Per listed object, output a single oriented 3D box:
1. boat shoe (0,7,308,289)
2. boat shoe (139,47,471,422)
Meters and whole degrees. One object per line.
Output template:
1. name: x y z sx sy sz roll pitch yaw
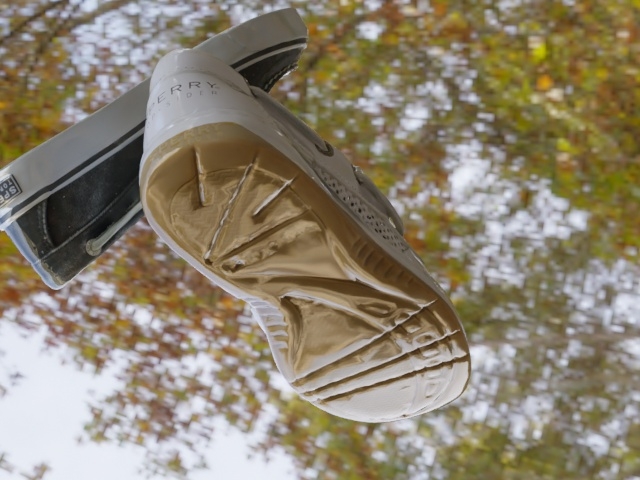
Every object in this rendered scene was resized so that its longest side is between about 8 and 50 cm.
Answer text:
1. boat shoe: -0.076 -0.050 0.801 0.219 0.078 0.070 -38 -85 -35
2. boat shoe: 0.000 0.000 0.788 0.277 0.098 0.096 53 -161 -48
